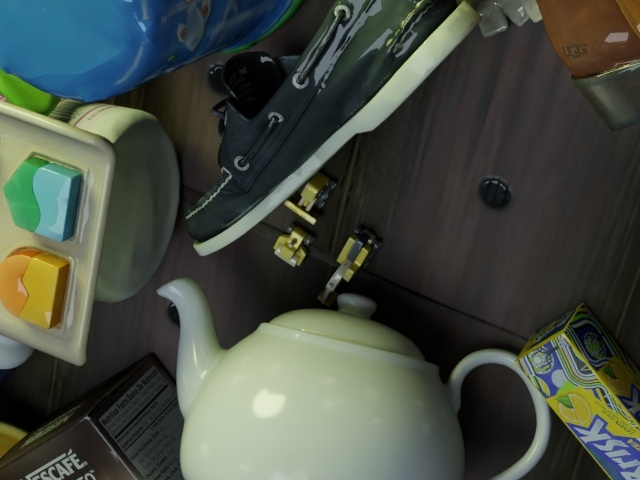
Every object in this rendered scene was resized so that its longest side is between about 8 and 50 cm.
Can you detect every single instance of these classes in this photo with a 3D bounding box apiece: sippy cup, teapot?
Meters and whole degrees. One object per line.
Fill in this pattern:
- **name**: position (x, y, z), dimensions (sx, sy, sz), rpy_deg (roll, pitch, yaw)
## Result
- **sippy cup**: position (-0.144, -0.218, 1.392), dimensions (0.240, 0.224, 0.305), rpy_deg (15, 122, 21)
- **teapot**: position (0.017, 0.138, 1.534), dimensions (0.252, 0.256, 0.187), rpy_deg (9, 83, 48)

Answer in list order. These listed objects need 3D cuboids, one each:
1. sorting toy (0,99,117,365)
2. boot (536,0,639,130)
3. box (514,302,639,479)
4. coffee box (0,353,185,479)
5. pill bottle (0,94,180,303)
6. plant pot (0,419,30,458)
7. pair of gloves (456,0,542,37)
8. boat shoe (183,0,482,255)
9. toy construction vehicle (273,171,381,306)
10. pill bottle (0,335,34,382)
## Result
- **sorting toy**: position (-0.261, -0.014, 1.478), dimensions (0.193, 0.038, 0.208), rpy_deg (20, 118, 19)
- **boot**: position (0.225, -0.246, 1.245), dimensions (0.264, 0.096, 0.280), rpy_deg (-26, 103, 38)
- **box**: position (0.236, 0.137, 1.494), dimensions (0.169, 0.054, 0.059), rpy_deg (50, 129, -5)
- **coffee box**: position (-0.149, 0.277, 1.744), dimensions (0.168, 0.119, 0.297), rpy_deg (-32, 99, 38)
- **pill bottle**: position (-0.288, -0.051, 1.601), dimensions (0.301, 0.169, 0.169), rpy_deg (11, 121, 24)
- **plant pot**: position (-0.391, 0.311, 1.834), dimensions (0.239, 0.254, 0.254), rpy_deg (-15, 109, 50)
- **pair of gloves**: position (0.140, -0.262, 1.326), dimensions (0.240, 0.042, 0.204), rpy_deg (-27, 102, 38)
- **boat shoe**: position (-0.023, -0.108, 1.437), dimensions (0.113, 0.127, 0.340), rpy_deg (46, 137, -5)
- **toy construction vehicle**: position (0.000, 0.000, 1.557), dimensions (0.086, 0.035, 0.098), rpy_deg (38, 128, 5)
- **pill bottle**: position (-0.324, 0.092, 1.750), dimensions (0.094, 0.094, 0.169), rpy_deg (48, 128, -4)
